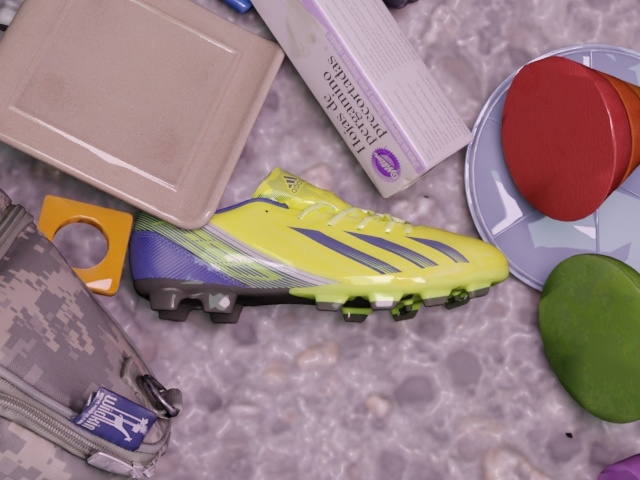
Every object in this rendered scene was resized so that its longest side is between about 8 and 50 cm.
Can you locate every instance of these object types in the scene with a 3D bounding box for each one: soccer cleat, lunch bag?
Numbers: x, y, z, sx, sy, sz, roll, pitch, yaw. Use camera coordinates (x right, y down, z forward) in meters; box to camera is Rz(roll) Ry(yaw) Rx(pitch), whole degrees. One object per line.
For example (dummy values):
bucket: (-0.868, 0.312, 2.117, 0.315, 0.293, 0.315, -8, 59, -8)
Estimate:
soccer cleat: (0.000, 0.000, 0.940, 0.289, 0.093, 0.121, 0, 78, -2)
lunch bag: (-0.269, 0.113, 0.768, 0.305, 0.212, 0.256, -40, 105, 16)

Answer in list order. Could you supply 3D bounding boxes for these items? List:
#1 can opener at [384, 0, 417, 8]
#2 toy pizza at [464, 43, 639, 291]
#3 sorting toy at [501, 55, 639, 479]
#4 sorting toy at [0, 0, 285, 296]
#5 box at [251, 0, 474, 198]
can opener: (0.016, -0.261, 0.988, 0.186, 0.073, 0.059, 46, 47, 0)
toy pizza: (0.212, -0.052, 0.974, 0.201, 0.032, 0.201, 0, 91, 0)
sorting toy: (0.244, 0.035, 0.926, 0.126, 0.127, 0.365, -15, 95, -29)
sorting toy: (-0.146, -0.112, 0.933, 0.196, 0.047, 0.347, 25, 61, -5)
box: (-0.006, -0.187, 0.950, 0.067, 0.063, 0.324, -35, 91, -38)
